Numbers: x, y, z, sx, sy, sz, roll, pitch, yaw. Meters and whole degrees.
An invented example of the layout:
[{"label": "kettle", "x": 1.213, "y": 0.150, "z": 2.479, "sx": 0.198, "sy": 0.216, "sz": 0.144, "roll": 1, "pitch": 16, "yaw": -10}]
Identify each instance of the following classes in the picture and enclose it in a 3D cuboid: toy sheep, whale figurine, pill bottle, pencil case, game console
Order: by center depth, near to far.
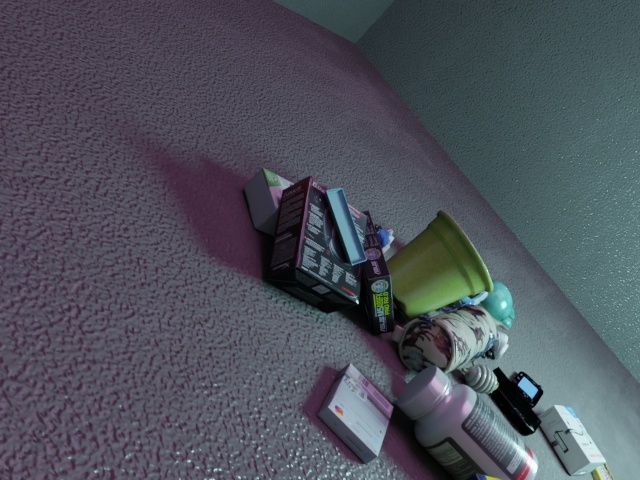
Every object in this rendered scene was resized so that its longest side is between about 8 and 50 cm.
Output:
[{"label": "pill bottle", "x": 0.331, "y": 0.448, "z": 1.464, "sx": 0.318, "sy": 0.176, "sz": 0.176, "roll": 46, "pitch": 24, "yaw": -1}, {"label": "pencil case", "x": 0.368, "y": 0.275, "z": 1.810, "sx": 0.183, "sy": 0.159, "sz": 0.410, "roll": 41, "pitch": 20, "yaw": 25}, {"label": "toy sheep", "x": 0.471, "y": 0.407, "z": 1.872, "sx": 0.132, "sy": 0.091, "sz": 0.091, "roll": 24, "pitch": 29, "yaw": -12}, {"label": "game console", "x": 0.651, "y": 0.496, "z": 2.075, "sx": 0.213, "sy": 0.044, "sz": 0.361, "roll": 54, "pitch": 24, "yaw": 15}, {"label": "whale figurine", "x": 0.673, "y": 0.233, "z": 2.395, "sx": 0.272, "sy": 0.141, "sz": 0.216, "roll": 18, "pitch": 36, "yaw": -48}]

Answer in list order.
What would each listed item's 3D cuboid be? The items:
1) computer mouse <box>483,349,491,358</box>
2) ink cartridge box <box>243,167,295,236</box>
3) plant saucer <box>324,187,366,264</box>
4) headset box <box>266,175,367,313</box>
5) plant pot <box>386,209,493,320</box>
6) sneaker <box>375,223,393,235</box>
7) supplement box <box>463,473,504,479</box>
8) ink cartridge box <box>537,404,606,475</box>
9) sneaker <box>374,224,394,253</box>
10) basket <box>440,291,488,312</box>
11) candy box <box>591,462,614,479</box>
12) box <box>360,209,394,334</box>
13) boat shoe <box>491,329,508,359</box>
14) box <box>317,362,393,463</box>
[{"label": "computer mouse", "x": 0.493, "y": 0.313, "z": 2.100, "sx": 0.193, "sy": 0.042, "sz": 0.106, "roll": 33, "pitch": 28, "yaw": -27}, {"label": "ink cartridge box", "x": -0.085, "y": -0.078, "z": 1.702, "sx": 0.220, "sy": 0.092, "sz": 0.160, "roll": 23, "pitch": 34, "yaw": -41}, {"label": "plant saucer", "x": 0.059, "y": -0.034, "z": 1.545, "sx": 0.067, "sy": 0.018, "sz": 0.191, "roll": -14, "pitch": 83, "yaw": -51}, {"label": "headset box", "x": 0.000, "y": 0.000, "z": 1.564, "sx": 0.218, "sy": 0.110, "sz": 0.293, "roll": 33, "pitch": 51, "yaw": -35}, {"label": "plant pot", "x": 0.314, "y": 0.095, "z": 1.835, "sx": 0.276, "sy": 0.254, "sz": 0.276, "roll": 58, "pitch": 1, "yaw": -1}, {"label": "sneaker", "x": 0.214, "y": -0.034, "z": 2.187, "sx": 0.069, "sy": 0.038, "sz": 0.098, "roll": 44, "pitch": 24, "yaw": -7}, {"label": "supplement box", "x": 0.374, "y": 0.617, "z": 1.250, "sx": 0.357, "sy": 0.194, "sz": 0.195, "roll": 27, "pitch": 31, "yaw": -37}, {"label": "ink cartridge box", "x": 0.811, "y": 0.646, "z": 2.050, "sx": 0.148, "sy": 0.086, "sz": 0.203, "roll": 19, "pitch": 35, "yaw": -46}, {"label": "sneaker", "x": 0.187, "y": -0.002, "z": 2.074, "sx": 0.085, "sy": 0.058, "sz": 0.152, "roll": 40, "pitch": 30, "yaw": -1}, {"label": "basket", "x": 0.434, "y": 0.112, "z": 2.119, "sx": 0.289, "sy": 0.201, "sz": 0.254, "roll": 27, "pitch": 30, "yaw": -56}, {"label": "candy box", "x": 0.947, "y": 0.796, "z": 2.113, "sx": 0.105, "sy": 0.027, "sz": 0.205, "roll": 32, "pitch": 27, "yaw": -21}, {"label": "box", "x": 0.137, "y": 0.084, "z": 1.704, "sx": 0.270, "sy": 0.060, "sz": 0.216, "roll": -103, "pitch": -178, "yaw": -48}, {"label": "boat shoe", "x": 0.617, "y": 0.358, "z": 2.215, "sx": 0.063, "sy": 0.066, "sz": 0.184, "roll": 35, "pitch": 25, "yaw": 8}, {"label": "box", "x": 0.080, "y": 0.365, "z": 1.354, "sx": 0.145, "sy": 0.038, "sz": 0.186, "roll": 45, "pitch": 23, "yaw": -2}]
